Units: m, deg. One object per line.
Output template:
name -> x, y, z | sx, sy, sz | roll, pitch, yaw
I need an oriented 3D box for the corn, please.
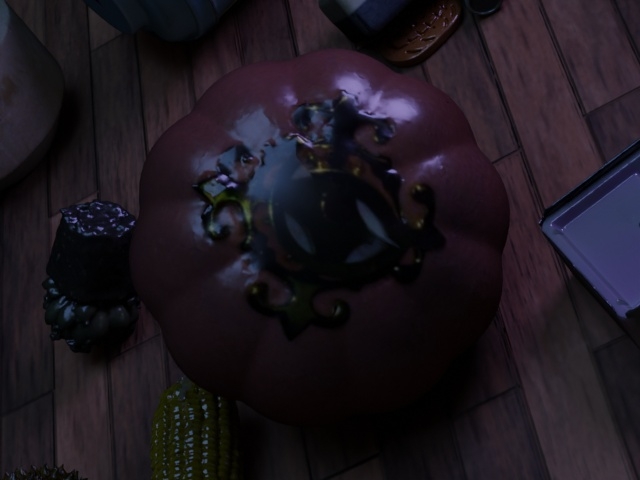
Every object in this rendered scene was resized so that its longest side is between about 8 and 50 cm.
corn -> -0.100, 0.208, 1.379 | 0.080, 0.080, 0.238 | -21, 45, 21

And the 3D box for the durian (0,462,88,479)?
durian -> -0.251, 0.265, 1.404 | 0.168, 0.137, 0.158 | -30, 19, -2

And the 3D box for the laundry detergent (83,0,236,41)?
laundry detergent -> -0.156, -0.387, 1.824 | 0.305, 0.287, 0.287 | -46, 40, -9

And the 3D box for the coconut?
coconut -> -0.406, -0.164, 1.857 | 0.241, 0.241, 0.241 | -21, 43, 21

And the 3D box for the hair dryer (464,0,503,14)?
hair dryer -> 0.192, -0.266, 1.640 | 0.124, 0.038, 0.063 | -23, 41, 10

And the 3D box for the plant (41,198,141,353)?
plant -> -0.213, 0.034, 1.593 | 0.094, 0.143, 0.092 | 30, 35, 35

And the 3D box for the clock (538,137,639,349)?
clock -> 0.283, -0.017, 1.299 | 0.192, 0.071, 0.147 | -38, 39, 2

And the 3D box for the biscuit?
biscuit -> 0.096, -0.209, 1.671 | 0.091, 0.015, 0.078 | -47, 40, -10

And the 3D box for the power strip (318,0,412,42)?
power strip -> 0.110, -0.304, 1.681 | 0.257, 0.070, 0.105 | -43, 8, -6

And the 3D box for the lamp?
lamp -> 0.000, 0.000, 1.375 | 0.305, 0.239, 0.305 | 0, 81, 1
